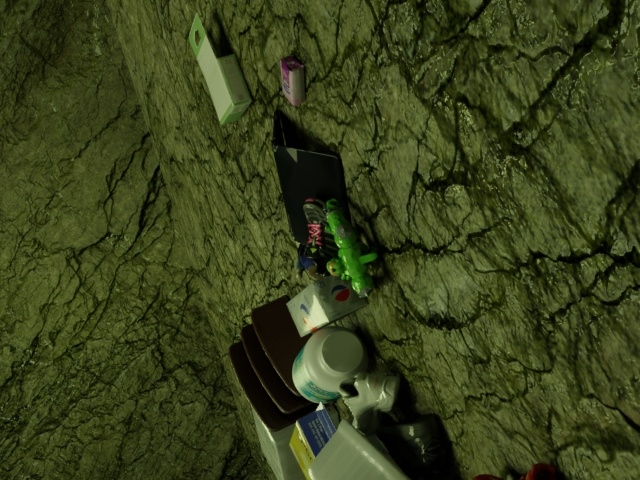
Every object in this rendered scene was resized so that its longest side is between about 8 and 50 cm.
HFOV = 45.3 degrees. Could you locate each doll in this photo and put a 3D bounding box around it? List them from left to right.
[{"bbox_3d":[-0.026,0.027,1.688,0.189,0.046,0.129,-125,50,-69],"label":"doll"}]

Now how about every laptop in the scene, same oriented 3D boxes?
[{"bbox_3d":[-0.015,-0.122,1.586,0.264,0.136,0.234,-92,-7,-57],"label":"laptop"}]

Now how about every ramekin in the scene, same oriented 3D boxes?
[{"bbox_3d":[0.104,0.500,1.536,0.277,0.135,0.277,42,170,9],"label":"ramekin"}]

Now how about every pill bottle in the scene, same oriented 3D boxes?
[{"bbox_3d":[0.023,0.278,1.732,0.146,0.146,0.264,63,162,15],"label":"pill bottle"}]

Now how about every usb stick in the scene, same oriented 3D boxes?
[{"bbox_3d":[0.140,0.431,1.737,0.278,0.045,0.077,42,152,53],"label":"usb stick"}]

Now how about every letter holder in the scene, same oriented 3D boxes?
[{"bbox_3d":[-0.120,0.340,2.114,0.302,0.214,0.152,56,159,33],"label":"letter holder"}]

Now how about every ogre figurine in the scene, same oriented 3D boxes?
[{"bbox_3d":[0.057,0.025,1.430,0.118,0.096,0.197,-109,17,-76],"label":"ogre figurine"}]

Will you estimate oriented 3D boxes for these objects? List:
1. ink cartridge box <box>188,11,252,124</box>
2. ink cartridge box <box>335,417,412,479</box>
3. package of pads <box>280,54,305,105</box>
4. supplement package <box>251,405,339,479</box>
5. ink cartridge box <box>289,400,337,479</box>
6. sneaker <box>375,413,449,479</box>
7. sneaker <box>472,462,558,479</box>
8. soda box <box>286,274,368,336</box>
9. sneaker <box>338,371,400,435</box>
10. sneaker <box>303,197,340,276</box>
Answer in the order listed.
[{"bbox_3d":[-0.244,-0.412,1.842,0.171,0.056,0.235,157,94,-72],"label":"ink cartridge box"},{"bbox_3d":[0.130,0.585,1.834,0.278,0.117,0.201,52,157,41],"label":"ink cartridge box"},{"bbox_3d":[-0.052,-0.301,1.447,0.050,0.032,0.083,51,156,36],"label":"package of pads"},{"bbox_3d":[-0.066,0.561,2.245,0.198,0.199,0.263,49,155,47],"label":"supplement package"},{"bbox_3d":[0.026,0.567,1.816,0.304,0.072,0.307,61,163,24],"label":"ink cartridge box"},{"bbox_3d":[0.182,0.419,1.531,0.227,0.087,0.130,-36,71,67],"label":"sneaker"},{"bbox_3d":[0.315,0.380,1.125,0.279,0.107,0.119,-178,85,-68],"label":"sneaker"},{"bbox_3d":[0.008,0.141,1.696,0.091,0.098,0.286,65,162,7],"label":"soda box"},{"bbox_3d":[0.090,0.332,1.622,0.115,0.090,0.232,21,141,2],"label":"sneaker"},{"bbox_3d":[0.000,0.000,1.504,0.063,0.075,0.170,5,125,40],"label":"sneaker"}]
